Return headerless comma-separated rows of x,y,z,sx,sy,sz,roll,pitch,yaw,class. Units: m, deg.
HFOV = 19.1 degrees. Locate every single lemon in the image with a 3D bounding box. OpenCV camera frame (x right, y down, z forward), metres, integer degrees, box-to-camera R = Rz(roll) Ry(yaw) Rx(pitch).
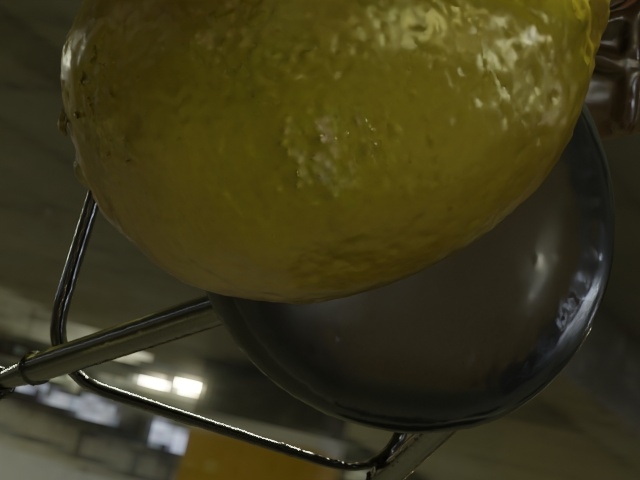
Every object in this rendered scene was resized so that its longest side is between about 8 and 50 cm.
0.001,-0.084,0.955,0.236,0.263,0.236,43,10,-9,lemon

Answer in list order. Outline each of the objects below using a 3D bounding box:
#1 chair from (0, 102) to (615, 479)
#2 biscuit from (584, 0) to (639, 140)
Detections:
0.000,0.000,1.445,0.365,0.361,0.410,20,-11,-17,chair
0.271,-0.238,1.758,0.268,0.366,0.115,47,-5,-3,biscuit
